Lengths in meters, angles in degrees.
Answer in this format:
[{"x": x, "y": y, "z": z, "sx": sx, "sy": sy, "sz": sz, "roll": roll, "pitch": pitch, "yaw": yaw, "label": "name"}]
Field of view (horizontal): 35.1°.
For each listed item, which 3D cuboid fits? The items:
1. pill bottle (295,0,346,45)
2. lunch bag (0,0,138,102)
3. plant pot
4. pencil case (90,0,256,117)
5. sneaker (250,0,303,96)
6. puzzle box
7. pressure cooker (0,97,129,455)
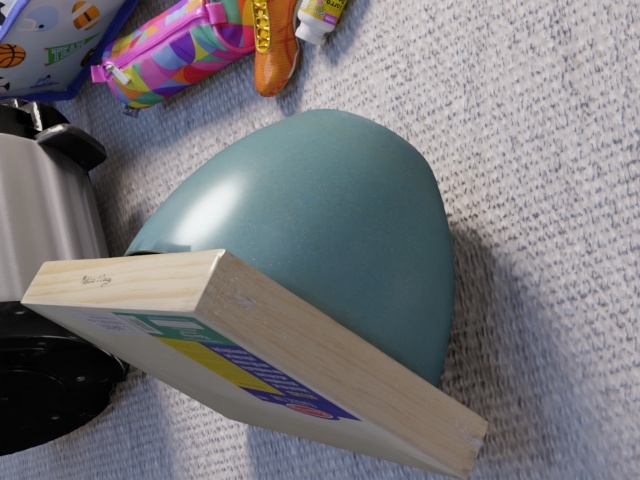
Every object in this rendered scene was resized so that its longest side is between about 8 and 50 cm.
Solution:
[{"x": 0.003, "y": -0.253, "z": 1.081, "sx": 0.043, "sy": 0.043, "sz": 0.083, "roll": 39, "pitch": 111, "yaw": 43, "label": "pill bottle"}, {"x": -0.390, "y": -0.415, "z": 1.341, "sx": 0.328, "sy": 0.239, "sz": 0.385, "roll": 56, "pitch": 132, "yaw": 13, "label": "lunch bag"}, {"x": 0.000, "y": 0.000, "z": 0.896, "sx": 0.290, "sy": 0.290, "sz": 0.195, "roll": 6, "pitch": 64, "yaw": 47, "label": "plant pot"}, {"x": -0.172, "y": -0.232, "z": 1.223, "sx": 0.236, "sy": 0.104, "sz": 0.104, "roll": -19, "pitch": 69, "yaw": 42, "label": "pencil case"}, {"x": -0.056, "y": -0.247, "z": 1.126, "sx": 0.064, "sy": 0.067, "sz": 0.175, "roll": 7, "pitch": 89, "yaw": 45, "label": "sneaker"}, {"x": -0.080, "y": 0.102, "z": 0.888, "sx": 0.409, "sy": 0.272, "sz": 0.052, "roll": -3, "pitch": 56, "yaw": 57, "label": "puzzle box"}, {"x": -0.456, "y": 0.031, "z": 1.279, "sx": 0.375, "sy": 0.369, "sz": 0.420, "roll": 117, "pitch": 141, "yaw": -52, "label": "pressure cooker"}]
